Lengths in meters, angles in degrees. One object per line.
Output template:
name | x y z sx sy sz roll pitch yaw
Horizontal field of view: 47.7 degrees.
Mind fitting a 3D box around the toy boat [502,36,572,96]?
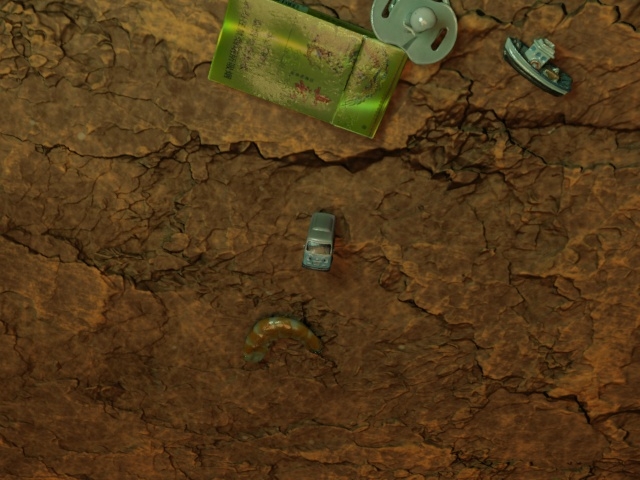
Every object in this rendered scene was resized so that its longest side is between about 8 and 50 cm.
toy boat | 0.363 -0.294 1.189 0.140 0.059 0.066 30 134 -11

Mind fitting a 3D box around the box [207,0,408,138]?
box | -0.022 -0.305 1.239 0.311 0.043 0.173 19 123 -7

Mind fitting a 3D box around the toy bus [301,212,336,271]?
toy bus | 0.000 0.000 1.393 0.060 0.123 0.075 8 120 1

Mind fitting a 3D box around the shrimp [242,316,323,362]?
shrimp | -0.083 0.233 1.609 0.166 0.049 0.161 23 122 -18

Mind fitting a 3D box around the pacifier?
pacifier | 0.159 -0.353 1.147 0.150 0.116 0.127 36 95 -12
